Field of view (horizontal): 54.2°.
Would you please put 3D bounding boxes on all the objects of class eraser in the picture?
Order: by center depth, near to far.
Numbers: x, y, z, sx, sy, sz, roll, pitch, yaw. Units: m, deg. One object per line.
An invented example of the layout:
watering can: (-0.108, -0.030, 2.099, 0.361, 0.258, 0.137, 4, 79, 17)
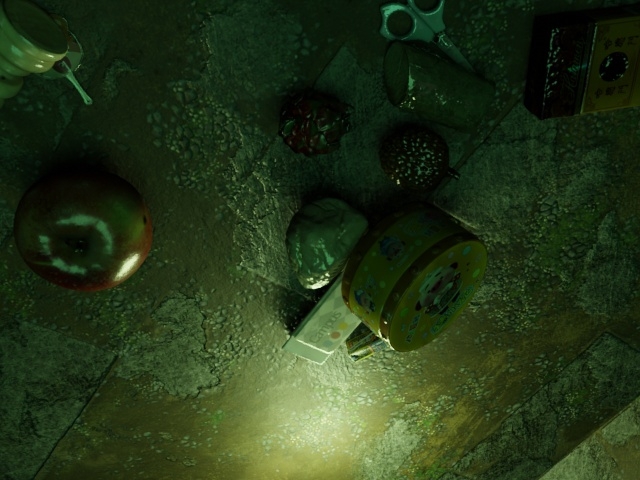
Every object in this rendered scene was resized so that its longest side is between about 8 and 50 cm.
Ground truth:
eraser: (0.057, 0.245, 2.097, 0.213, 0.082, 0.397, 27, 116, -25)

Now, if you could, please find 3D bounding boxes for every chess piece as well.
chess piece: (-0.746, -0.407, 1.465, 0.299, 0.167, 0.167, -35, 124, 24)

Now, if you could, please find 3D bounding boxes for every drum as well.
drum: (0.281, 0.112, 1.862, 0.431, 0.214, 0.431, -28, 139, -28)

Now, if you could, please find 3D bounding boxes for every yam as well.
yam: (0.307, -0.399, 1.655, 0.304, 0.168, 0.168, 15, 120, -21)

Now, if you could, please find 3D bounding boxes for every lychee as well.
lychee: (0.279, -0.223, 1.750, 0.238, 0.200, 0.200, 18, 122, 3)

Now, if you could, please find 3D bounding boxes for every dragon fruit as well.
dragon fruit: (-0.016, -0.307, 1.653, 0.188, 0.182, 0.182, 17, 122, 2)

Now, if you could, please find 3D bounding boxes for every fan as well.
fan: (-0.637, -0.433, 1.547, 0.152, 0.008, 0.227, -26, 124, 8)

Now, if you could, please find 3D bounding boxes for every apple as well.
apple: (-0.623, -0.032, 1.664, 0.348, 0.277, 0.349, -5, 122, -8)

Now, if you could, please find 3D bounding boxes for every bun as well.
bun: (0.006, -0.010, 1.824, 0.204, 0.281, 0.282, 36, 116, 8)

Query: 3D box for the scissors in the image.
scissors: (0.314, -0.530, 1.645, 0.360, 0.029, 0.191, 34, 117, -31)

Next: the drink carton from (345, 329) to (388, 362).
drink carton: (0.174, 0.360, 2.205, 0.165, 0.071, 0.056, -27, 121, 8)

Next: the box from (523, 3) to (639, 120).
box: (0.778, -0.490, 1.703, 0.415, 0.116, 0.264, -8, 126, -6)
